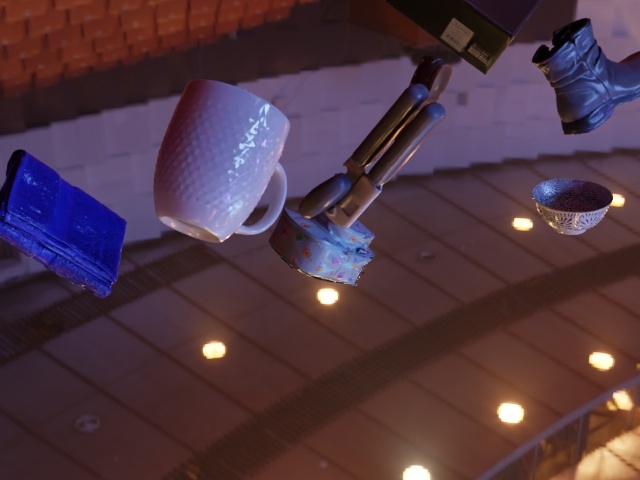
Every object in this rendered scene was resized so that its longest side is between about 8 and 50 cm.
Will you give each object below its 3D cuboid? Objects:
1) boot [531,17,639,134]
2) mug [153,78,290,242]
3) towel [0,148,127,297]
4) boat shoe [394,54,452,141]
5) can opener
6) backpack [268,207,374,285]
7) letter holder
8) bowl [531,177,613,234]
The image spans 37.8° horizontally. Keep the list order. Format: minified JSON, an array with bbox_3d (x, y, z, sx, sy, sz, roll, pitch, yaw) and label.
[{"bbox_3d":[0.636,-0.410,2.120,0.338,0.223,0.118,-39,-157,-30],"label":"boot"},{"bbox_3d":[-0.225,-0.156,2.273,0.276,0.328,0.374,7,162,45],"label":"mug"},{"bbox_3d":[-0.544,-0.038,1.984,0.076,0.308,0.228,-25,-136,31],"label":"towel"},{"bbox_3d":[0.210,-0.298,2.016,0.073,0.207,0.073,36,-165,33],"label":"boat shoe"},{"bbox_3d":[0.076,-0.113,1.379,0.074,0.280,0.093,50,-143,9],"label":"can opener"},{"bbox_3d":[0.000,0.000,1.827,0.188,0.144,0.166,4,-150,-46],"label":"backpack"},{"bbox_3d":[0.350,-0.585,2.223,0.302,0.152,0.214,37,-121,2],"label":"letter holder"},{"bbox_3d":[0.534,-0.063,1.992,0.170,0.080,0.170,-2,-153,1],"label":"bowl"}]
